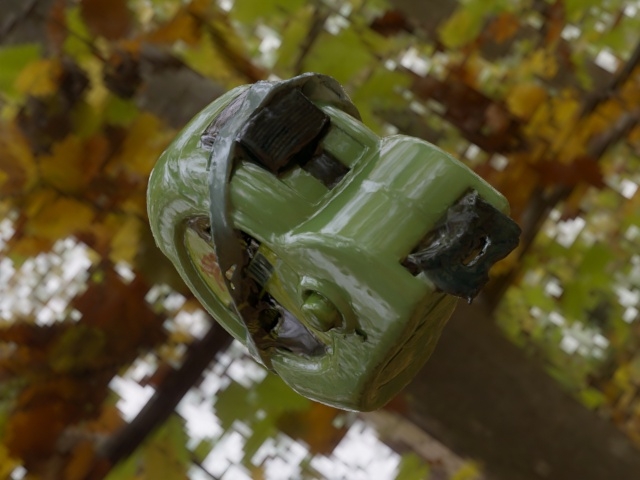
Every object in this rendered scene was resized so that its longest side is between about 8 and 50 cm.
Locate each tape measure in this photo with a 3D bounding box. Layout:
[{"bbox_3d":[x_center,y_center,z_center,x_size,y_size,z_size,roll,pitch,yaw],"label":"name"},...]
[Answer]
[{"bbox_3d":[0.000,0.000,0.972,0.106,0.175,0.200,-46,-11,-23],"label":"tape measure"}]
